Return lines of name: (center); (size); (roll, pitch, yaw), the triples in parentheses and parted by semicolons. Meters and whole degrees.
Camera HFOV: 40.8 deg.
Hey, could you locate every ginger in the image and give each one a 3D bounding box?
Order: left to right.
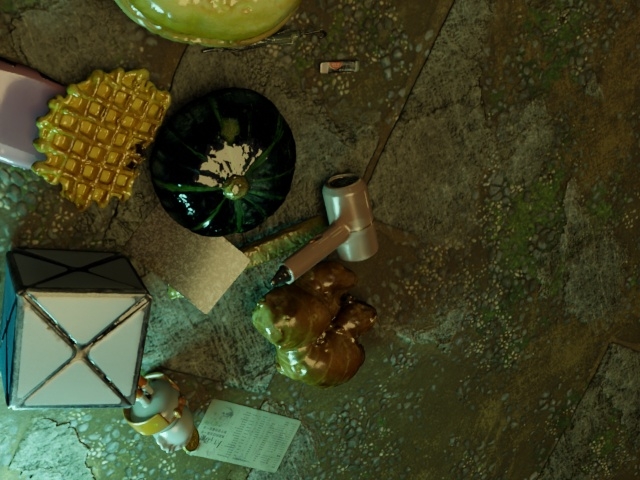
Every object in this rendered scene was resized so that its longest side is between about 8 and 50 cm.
ginger: (0.001, 0.208, 2.040); (0.274, 0.152, 0.358); (-46, 124, -25)

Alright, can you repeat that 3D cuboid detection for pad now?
pad: (-0.289, 0.030, 1.862); (0.235, 0.003, 0.158); (39, 91, -10)
pad: (-0.186, 0.489, 2.138); (0.265, 0.009, 0.160); (21, 99, -30)

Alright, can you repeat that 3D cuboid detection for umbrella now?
umbrella: (-0.118, -0.419, 1.804); (0.268, 0.044, 0.044); (-10, 140, -12)

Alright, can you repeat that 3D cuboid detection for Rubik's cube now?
Rubik's cube: (-0.503, 0.171, 1.727); (0.254, 0.259, 0.260); (5, 104, -28)

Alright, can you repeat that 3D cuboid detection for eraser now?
eraser: (0.043, -0.383, 1.894); (0.099, 0.019, 0.027); (-7, 113, -21)

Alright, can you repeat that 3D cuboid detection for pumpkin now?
pumpkin: (-0.193, -0.152, 1.752); (0.315, 0.238, 0.315); (-11, 119, -21)

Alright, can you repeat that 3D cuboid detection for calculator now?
calculator: (-0.578, -0.236, 1.651); (0.294, 0.043, 0.194); (20, 99, -32)

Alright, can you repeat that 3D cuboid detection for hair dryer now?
hair dryer: (0.000, 0.000, 1.904); (0.344, 0.106, 0.189); (-38, 126, -42)

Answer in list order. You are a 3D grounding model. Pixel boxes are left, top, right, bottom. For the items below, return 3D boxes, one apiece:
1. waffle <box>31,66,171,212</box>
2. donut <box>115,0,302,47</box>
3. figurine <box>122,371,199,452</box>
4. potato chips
waffle: (-0.427, -0.200, 1.704); (0.309, 0.065, 0.283); (-29, 128, -19)
donut: (-0.201, -0.574, 1.603); (0.448, 0.198, 0.449); (-10, 114, -22)
figurine: (-0.350, 0.395, 1.955); (0.143, 0.143, 0.271); (-48, 120, -1)
potato chips: (-0.154, 0.033, 1.935); (0.406, 0.080, 0.057); (-24, 100, -16)
